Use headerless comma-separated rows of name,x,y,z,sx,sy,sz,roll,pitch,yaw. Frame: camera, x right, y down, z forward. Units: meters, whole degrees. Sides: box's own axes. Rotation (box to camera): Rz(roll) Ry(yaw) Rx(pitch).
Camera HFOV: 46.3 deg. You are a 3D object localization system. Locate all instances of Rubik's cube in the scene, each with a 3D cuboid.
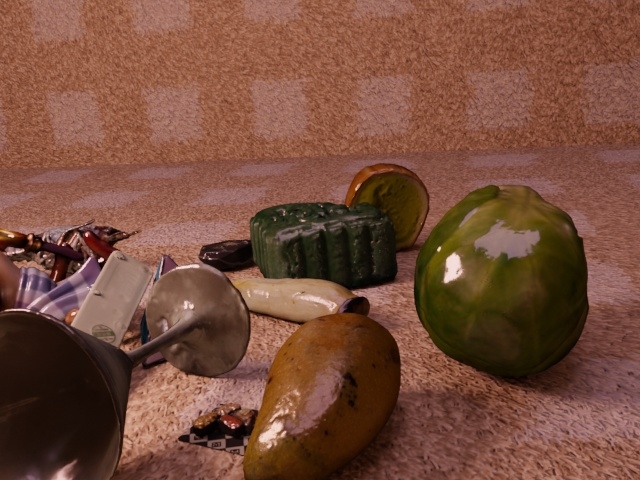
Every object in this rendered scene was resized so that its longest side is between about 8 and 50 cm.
Rubik's cube,-0.260,0.110,1.430,0.190,0.178,0.211,-6,17,-17

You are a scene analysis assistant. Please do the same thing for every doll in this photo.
doll,-0.557,0.089,1.505,0.339,0.209,0.318,-3,30,-21

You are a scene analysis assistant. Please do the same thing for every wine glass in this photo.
wine glass,-0.277,0.176,1.093,0.267,0.267,0.406,3,12,23

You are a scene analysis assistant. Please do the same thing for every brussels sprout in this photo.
brussels sprout,0.298,0.055,1.238,0.281,0.289,0.355,2,44,23

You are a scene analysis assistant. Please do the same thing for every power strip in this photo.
power strip,-0.389,0.153,1.318,0.091,0.062,0.385,30,29,-13

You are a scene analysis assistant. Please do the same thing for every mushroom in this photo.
mushroom,-0.048,0.119,1.507,0.333,0.087,0.107,7,20,42

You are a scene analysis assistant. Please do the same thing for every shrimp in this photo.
shrimp,-0.646,0.040,1.819,0.410,0.166,0.221,-1,-12,-6

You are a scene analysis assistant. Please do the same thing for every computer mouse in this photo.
computer mouse,-0.226,0.038,1.876,0.105,0.062,0.192,6,13,35

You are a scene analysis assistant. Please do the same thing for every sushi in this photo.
sushi,-0.129,0.266,1.107,0.126,0.026,0.120,4,17,27

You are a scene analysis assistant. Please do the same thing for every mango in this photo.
mango,0.007,0.211,1.030,0.176,0.175,0.329,-46,0,23

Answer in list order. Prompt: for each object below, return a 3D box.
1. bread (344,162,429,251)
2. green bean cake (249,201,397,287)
bread,0.168,-0.079,1.889,0.236,0.236,0.070,-7,22,-9
green bean cake,0.000,0.000,1.760,0.300,0.169,0.308,-8,15,-13
